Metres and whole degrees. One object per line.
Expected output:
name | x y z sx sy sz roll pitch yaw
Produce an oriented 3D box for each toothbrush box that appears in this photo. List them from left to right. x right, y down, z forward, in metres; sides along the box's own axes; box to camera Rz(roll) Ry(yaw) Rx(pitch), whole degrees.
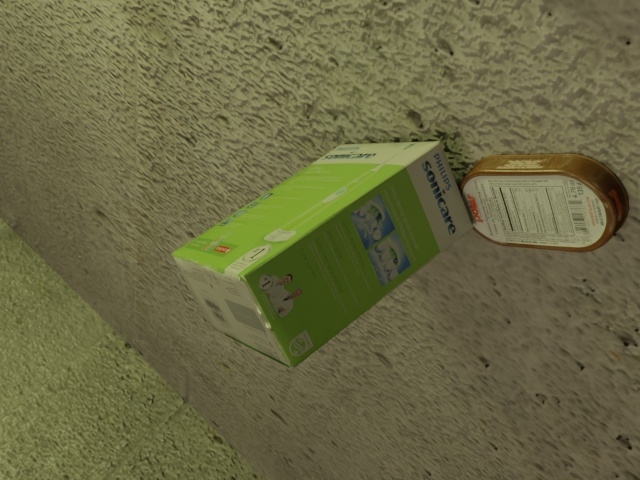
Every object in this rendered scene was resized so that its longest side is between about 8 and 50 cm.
toothbrush box | 0.000 0.000 0.830 0.206 0.283 0.122 9 131 57

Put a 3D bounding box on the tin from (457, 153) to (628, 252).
tin | 0.234 -0.041 0.770 0.189 0.040 0.106 5 123 47
